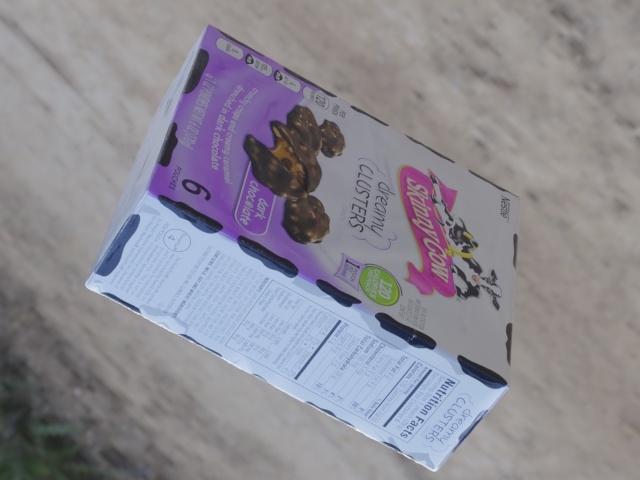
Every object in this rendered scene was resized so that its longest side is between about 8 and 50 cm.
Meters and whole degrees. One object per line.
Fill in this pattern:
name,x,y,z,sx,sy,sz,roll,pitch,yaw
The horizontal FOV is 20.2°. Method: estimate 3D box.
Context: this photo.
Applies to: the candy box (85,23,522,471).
candy box,0.000,0.000,0.897,0.196,0.165,0.070,28,123,-11
